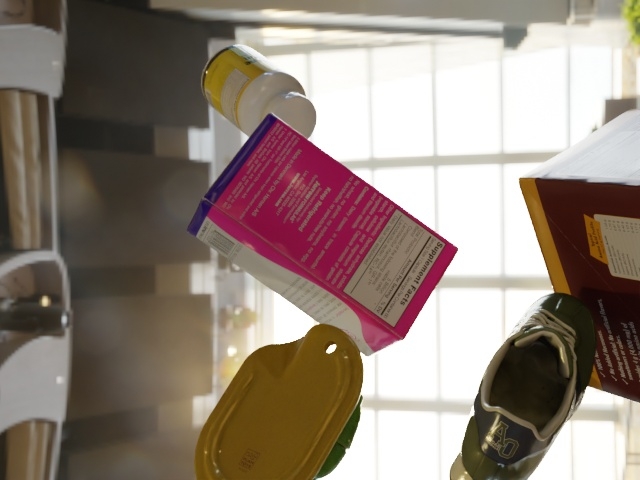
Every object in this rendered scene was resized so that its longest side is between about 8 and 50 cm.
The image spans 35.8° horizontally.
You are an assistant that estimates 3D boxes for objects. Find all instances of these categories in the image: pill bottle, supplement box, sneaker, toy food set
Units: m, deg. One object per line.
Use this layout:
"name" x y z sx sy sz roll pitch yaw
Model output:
"pill bottle" -0.082 -0.194 1.360 0.184 0.103 0.103 41 149 46
"supplement box" 0.274 0.017 0.703 0.194 0.129 0.191 13 129 60
"sneaker" 0.147 0.083 0.649 0.192 0.064 0.086 -50 -20 -42
"toy food set" -0.032 0.176 0.834 0.218 0.128 0.071 -56 -44 -20
"supplement box" 0.000 0.000 0.937 0.114 0.220 0.111 -55 4 -21
